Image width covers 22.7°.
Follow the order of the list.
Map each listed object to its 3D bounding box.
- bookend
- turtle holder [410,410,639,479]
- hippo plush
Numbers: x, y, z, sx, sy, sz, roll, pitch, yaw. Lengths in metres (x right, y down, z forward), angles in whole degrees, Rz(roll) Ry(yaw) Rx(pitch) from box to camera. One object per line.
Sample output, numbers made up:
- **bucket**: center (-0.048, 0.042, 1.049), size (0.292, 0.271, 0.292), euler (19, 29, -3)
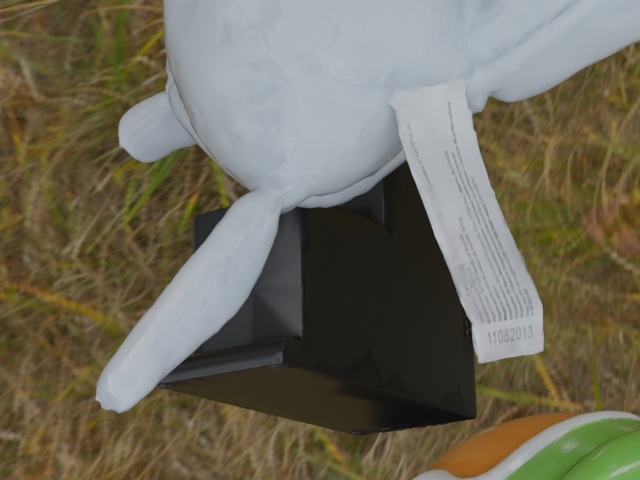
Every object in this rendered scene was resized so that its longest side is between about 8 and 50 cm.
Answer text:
- **bookend**: center (0.000, 0.000, 0.735), size (0.072, 0.157, 0.156), euler (-13, 70, 33)
- **turtle holder**: center (0.157, 0.251, 0.960), size (0.227, 0.243, 0.320), euler (11, 134, 52)
- **hippo plush**: center (0.032, -0.096, 0.574), size (0.234, 0.236, 0.294), euler (-7, 83, -2)
